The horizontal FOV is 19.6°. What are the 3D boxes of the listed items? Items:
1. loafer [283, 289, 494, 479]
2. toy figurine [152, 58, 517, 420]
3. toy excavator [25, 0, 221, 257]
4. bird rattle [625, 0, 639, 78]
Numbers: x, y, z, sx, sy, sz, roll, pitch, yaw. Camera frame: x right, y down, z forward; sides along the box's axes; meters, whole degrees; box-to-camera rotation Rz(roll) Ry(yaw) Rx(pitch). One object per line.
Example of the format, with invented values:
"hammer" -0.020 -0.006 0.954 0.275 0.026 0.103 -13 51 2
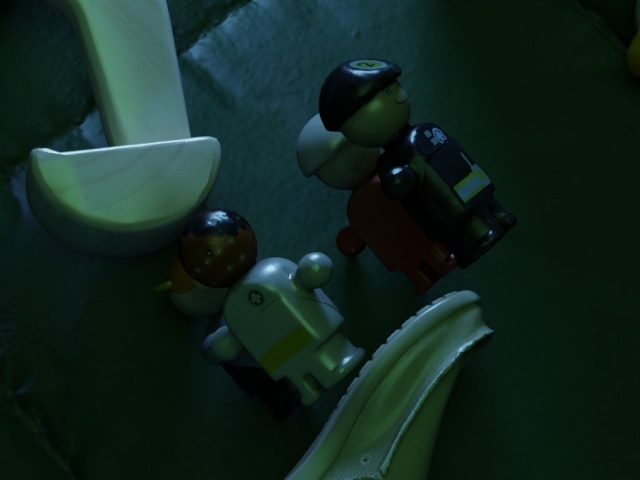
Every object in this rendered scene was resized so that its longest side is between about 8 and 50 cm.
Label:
"loafer" 0.036 0.153 1.217 0.092 0.102 0.268 37 83 8
"toy figurine" 0.000 0.000 1.204 0.209 0.213 0.148 -41 89 -10
"toy excavator" -0.245 -0.246 1.296 0.445 0.222 0.433 17 72 -6
"bird rattle" 0.331 -0.170 1.328 0.207 0.143 0.253 15 67 20
